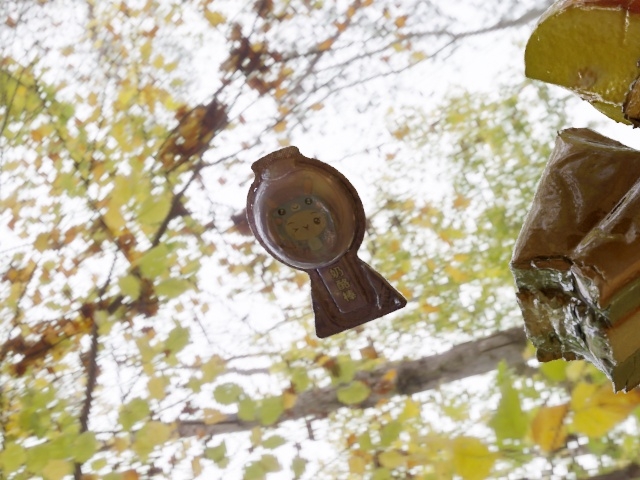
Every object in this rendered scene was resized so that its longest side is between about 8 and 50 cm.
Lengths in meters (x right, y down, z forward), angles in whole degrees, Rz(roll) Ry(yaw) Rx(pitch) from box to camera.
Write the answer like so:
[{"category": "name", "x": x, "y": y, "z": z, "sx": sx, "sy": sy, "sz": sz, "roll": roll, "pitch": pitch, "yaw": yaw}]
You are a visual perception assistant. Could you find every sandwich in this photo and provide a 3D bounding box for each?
[{"category": "sandwich", "x": 0.268, "y": 0.017, "z": 1.172, "sx": 0.198, "sy": 0.227, "sz": 0.155, "roll": -32, "pitch": -51, "yaw": -16}]

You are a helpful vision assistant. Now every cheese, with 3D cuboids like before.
[{"category": "cheese", "x": 0.000, "y": 0.000, "z": 1.050, "sx": 0.191, "sy": 0.105, "sz": 0.042, "roll": 59, "pitch": -161, "yaw": -23}]

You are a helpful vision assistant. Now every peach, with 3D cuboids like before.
[{"category": "peach", "x": 0.257, "y": -0.174, "z": 1.036, "sx": 0.151, "sy": 0.151, "sz": 0.118, "roll": 31, "pitch": -95, "yaw": -18}]
